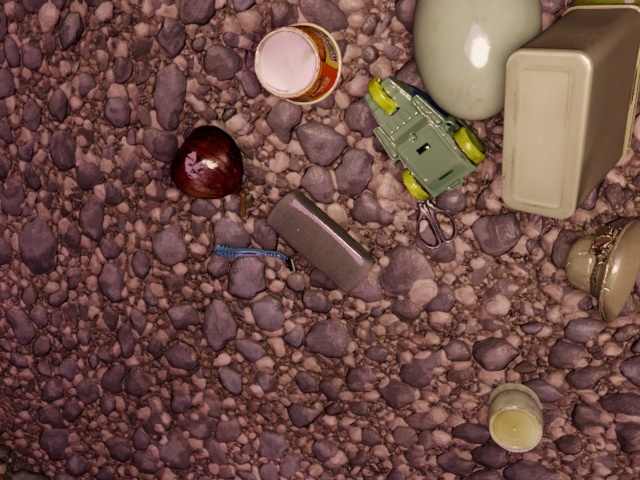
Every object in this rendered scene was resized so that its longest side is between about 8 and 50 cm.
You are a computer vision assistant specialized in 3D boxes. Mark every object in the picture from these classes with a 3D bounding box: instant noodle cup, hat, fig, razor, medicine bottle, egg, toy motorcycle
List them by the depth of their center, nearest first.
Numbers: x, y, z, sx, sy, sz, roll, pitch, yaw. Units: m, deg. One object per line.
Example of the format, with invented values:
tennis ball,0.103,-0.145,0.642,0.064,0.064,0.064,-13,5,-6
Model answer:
egg,0.340,-0.461,1.202,0.276,0.276,0.389,0,89,14
toy motorcycle,0.240,-0.278,1.336,0.191,0.200,0.326,-35,102,30
hat,0.677,0.062,1.339,0.130,0.257,0.257,17,113,42
instant noodle cup,-0.064,-0.442,1.367,0.213,0.174,0.213,4,107,12
fig,-0.279,-0.186,1.501,0.249,0.186,0.204,35,93,-6
medicine bottle,0.537,0.486,1.508,0.147,0.143,0.147,4,103,17
razor,-0.194,0.043,1.618,0.253,0.042,0.082,7,149,13

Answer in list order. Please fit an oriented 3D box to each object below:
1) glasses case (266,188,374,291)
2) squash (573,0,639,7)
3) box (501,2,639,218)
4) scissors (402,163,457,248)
glasses case,0.000,0.000,1.536,0.323,0.074,0.131,42,110,-1
squash,0.671,-0.539,1.191,0.203,0.111,0.289,7,106,10
box,0.520,-0.270,1.133,0.177,0.343,0.352,18,131,37
scissors,0.269,-0.119,1.462,0.109,0.022,0.300,-25,98,16
